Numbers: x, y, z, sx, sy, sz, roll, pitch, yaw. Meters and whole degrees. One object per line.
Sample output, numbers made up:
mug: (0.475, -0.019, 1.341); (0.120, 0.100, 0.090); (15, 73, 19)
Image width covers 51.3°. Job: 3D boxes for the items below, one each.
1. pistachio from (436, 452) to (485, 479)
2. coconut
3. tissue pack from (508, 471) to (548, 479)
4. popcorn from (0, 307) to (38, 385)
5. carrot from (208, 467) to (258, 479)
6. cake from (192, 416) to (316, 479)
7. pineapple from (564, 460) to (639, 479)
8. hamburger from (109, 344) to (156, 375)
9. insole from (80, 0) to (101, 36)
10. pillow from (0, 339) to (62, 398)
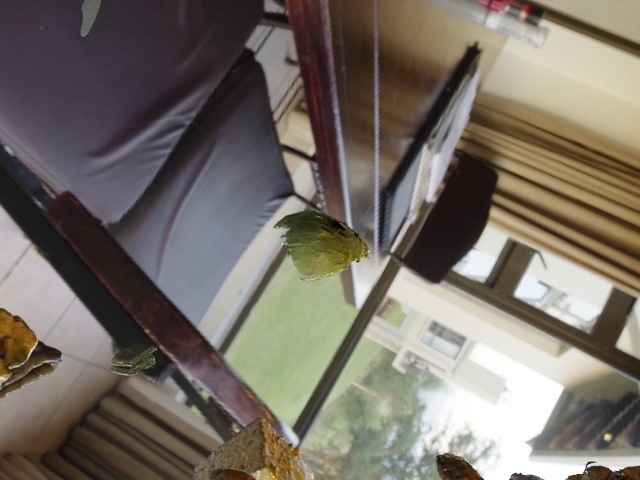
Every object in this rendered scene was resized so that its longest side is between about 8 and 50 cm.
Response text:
pistachio: (0.245, 0.395, 1.040); (0.049, 0.173, 0.089); (-36, -164, 21)
coconut: (0.003, -0.002, 0.897); (0.055, 0.133, 0.158); (-57, 175, 27)
tissue pack: (0.301, 0.356, 0.534); (0.125, 0.344, 0.242); (-51, -177, -7)
popcorn: (-0.800, 0.261, 1.471); (0.332, 0.225, 0.264); (-10, 97, -40)
carrot: (-0.030, 0.369, 0.807); (0.066, 0.271, 0.062); (-52, 174, -4)
cake: (-0.127, 0.607, 1.541); (0.227, 0.286, 0.222); (-39, -165, 5)
pineapple: (0.348, 0.335, 0.767); (0.047, 0.221, 0.221); (-55, 166, -58)
hamburger: (-0.476, 0.299, 1.660); (0.121, 0.084, 0.054); (-33, 124, -62)
insole: (-0.458, -0.464, 1.328); (0.003, 0.232, 0.080); (29, 111, -34)
pillow: (-0.900, 0.349, 1.813); (0.326, 0.228, 0.101); (-26, 133, -59)
